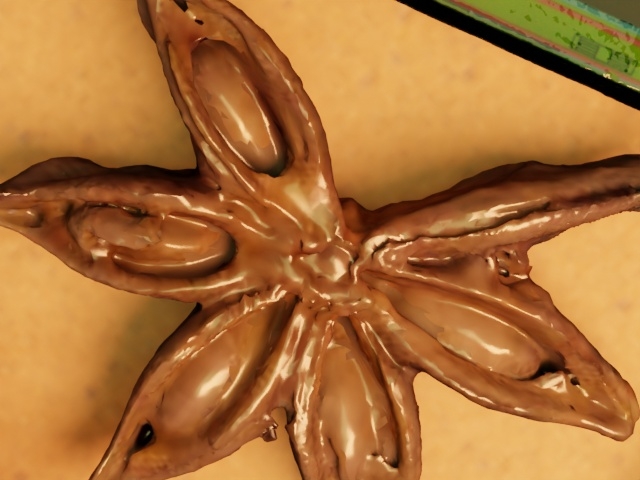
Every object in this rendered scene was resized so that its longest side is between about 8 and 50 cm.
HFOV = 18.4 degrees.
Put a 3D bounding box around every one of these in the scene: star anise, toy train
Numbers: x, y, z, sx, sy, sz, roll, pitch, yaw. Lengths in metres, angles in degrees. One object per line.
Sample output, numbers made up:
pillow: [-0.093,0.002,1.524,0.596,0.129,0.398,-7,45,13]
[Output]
star anise: [-0.003,0.016,0.589,0.208,0.063,0.172,20,98,-4]
toy train: [0.076,-0.072,0.588,0.209,0.044,0.042,24,92,-1]
